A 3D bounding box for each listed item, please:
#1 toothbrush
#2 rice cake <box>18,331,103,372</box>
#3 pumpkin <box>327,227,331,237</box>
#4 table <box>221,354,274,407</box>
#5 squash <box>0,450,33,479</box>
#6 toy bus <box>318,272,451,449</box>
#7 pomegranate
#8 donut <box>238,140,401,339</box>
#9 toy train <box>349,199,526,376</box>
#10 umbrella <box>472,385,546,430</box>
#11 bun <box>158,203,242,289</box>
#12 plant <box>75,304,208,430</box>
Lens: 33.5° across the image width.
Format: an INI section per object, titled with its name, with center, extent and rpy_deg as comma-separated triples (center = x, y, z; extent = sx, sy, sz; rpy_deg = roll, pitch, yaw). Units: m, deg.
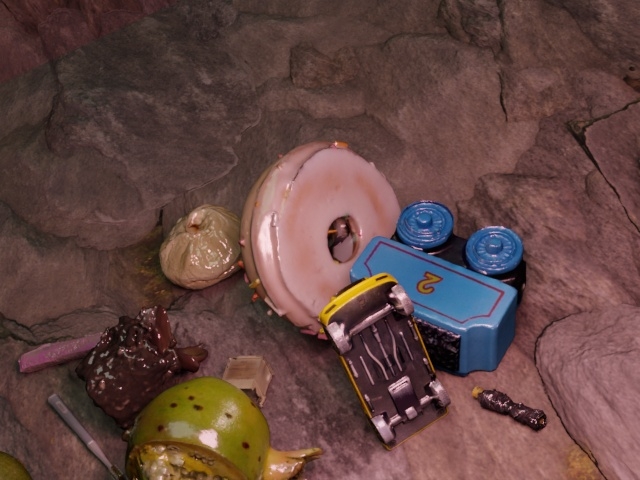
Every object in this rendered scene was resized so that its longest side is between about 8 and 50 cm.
[toothbrush]
center = -0.458, 0.386, 2.075
extent = 0.025, 0.030, 0.342
rpy_deg = -34, 36, -20
[rice cake]
center = -0.556, 0.243, 2.292
extent = 0.207, 0.036, 0.047
rpy_deg = -14, 43, 10
[pumpkin]
center = -0.034, -0.060, 2.308
extent = 0.248, 0.126, 0.131
rpy_deg = -41, 39, -20
[table]
center = -0.141, 0.270, 2.020
extent = 0.079, 0.062, 0.083
rpy_deg = -5, 41, 22
[squash]
center = -0.639, 0.480, 1.844
extent = 0.310, 0.310, 0.309
rpy_deg = -6, 39, 22
[toy bus]
center = 0.096, 0.187, 1.779
extent = 0.144, 0.330, 0.152
rpy_deg = -30, 35, -9
[pomegranate]
center = -0.168, 0.364, 1.789
extent = 0.341, 0.260, 0.260
rpy_deg = 9, 40, -6
[donut]
center = 0.000, 0.000, 2.041
extent = 0.142, 0.382, 0.382
rpy_deg = -6, 37, 49
[toy train]
center = 0.214, 0.085, 1.930
extent = 0.300, 0.188, 0.265
rpy_deg = 21, 57, 23
[umbrella]
center = 0.315, 0.279, 1.792
extent = 0.144, 0.040, 0.037
rpy_deg = 20, 64, 43
[bun]
center = -0.259, 0.007, 2.338
extent = 0.220, 0.134, 0.220
rpy_deg = -14, 38, 11
[plant]
center = -0.346, 0.244, 2.064
extent = 0.234, 0.204, 0.178
rpy_deg = -35, 42, -5
